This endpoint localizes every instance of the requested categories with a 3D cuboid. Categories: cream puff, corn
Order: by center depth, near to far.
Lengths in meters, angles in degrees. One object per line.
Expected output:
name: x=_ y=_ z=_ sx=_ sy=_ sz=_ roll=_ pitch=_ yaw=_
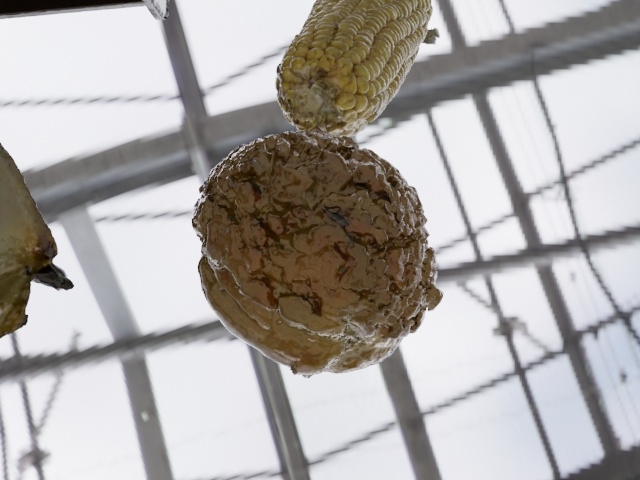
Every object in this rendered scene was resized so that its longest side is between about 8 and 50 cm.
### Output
cream puff: x=0.000 y=0.000 z=1.124 sx=0.165 sy=0.115 sz=0.150 roll=32 pitch=-134 yaw=4
corn: x=0.028 y=-0.153 z=1.455 sx=0.106 sy=0.106 sz=0.293 roll=8 pitch=-152 yaw=11

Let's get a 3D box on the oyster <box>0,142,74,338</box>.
oyster: x=-0.363 y=-0.050 z=1.482 sx=0.221 sy=0.096 sz=0.361 roll=-27 pitch=-89 yaw=-47

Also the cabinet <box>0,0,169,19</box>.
cabinet: x=-0.230 y=-0.265 z=1.423 sx=0.175 sy=0.215 sz=0.148 roll=-4 pitch=-109 yaw=11
